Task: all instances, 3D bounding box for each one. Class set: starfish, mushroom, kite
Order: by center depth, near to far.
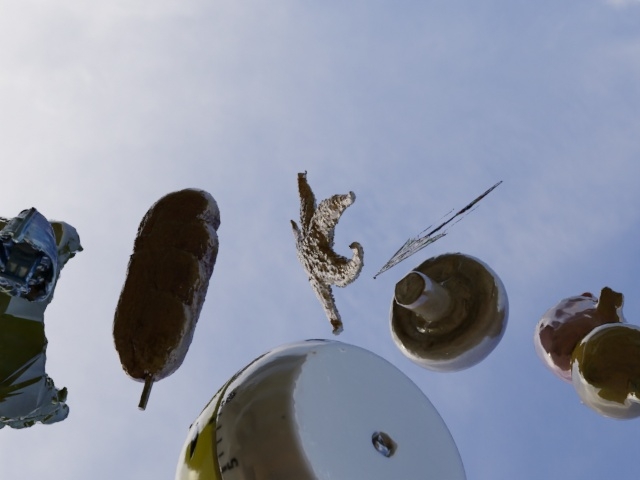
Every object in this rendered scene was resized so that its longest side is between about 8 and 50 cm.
[{"bbox_3d":[0.175,-0.016,1.351,0.244,0.198,0.006,-37,-86,-5],"label":"kite"},{"bbox_3d":[0.192,0.105,1.466,0.207,0.215,0.207,-17,-121,29],"label":"mushroom"},{"bbox_3d":[-0.004,0.001,1.544,0.060,0.299,0.302,-11,-144,-19],"label":"starfish"}]

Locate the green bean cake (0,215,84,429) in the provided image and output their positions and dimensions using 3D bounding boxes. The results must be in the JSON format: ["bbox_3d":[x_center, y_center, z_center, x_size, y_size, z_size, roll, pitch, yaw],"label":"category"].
[{"bbox_3d":[-0.367,0.091,0.985,0.124,0.233,0.236,5,-87,40],"label":"green bean cake"}]

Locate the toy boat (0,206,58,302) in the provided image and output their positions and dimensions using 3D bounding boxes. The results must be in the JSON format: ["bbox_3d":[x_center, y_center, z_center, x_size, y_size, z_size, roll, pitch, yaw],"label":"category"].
[{"bbox_3d":[-0.279,0.021,0.849,0.060,0.137,0.061,21,-125,-6],"label":"toy boat"}]

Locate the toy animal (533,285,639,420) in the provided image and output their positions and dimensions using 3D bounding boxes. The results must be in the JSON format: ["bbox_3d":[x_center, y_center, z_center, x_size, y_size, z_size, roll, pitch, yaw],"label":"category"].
[{"bbox_3d":[0.429,0.176,1.354,0.169,0.195,0.281,3,-167,-16],"label":"toy animal"}]

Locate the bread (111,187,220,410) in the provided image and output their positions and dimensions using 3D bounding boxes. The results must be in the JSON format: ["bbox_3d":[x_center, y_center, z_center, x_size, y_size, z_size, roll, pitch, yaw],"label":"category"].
[{"bbox_3d":[-0.214,0.077,1.265,0.124,0.084,0.344,-4,-122,19],"label":"bread"}]

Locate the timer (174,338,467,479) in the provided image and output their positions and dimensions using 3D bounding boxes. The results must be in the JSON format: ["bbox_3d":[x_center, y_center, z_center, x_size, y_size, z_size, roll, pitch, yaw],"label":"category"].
[{"bbox_3d":[-0.027,0.252,0.839,0.285,0.285,0.285,-10,-126,14],"label":"timer"}]
